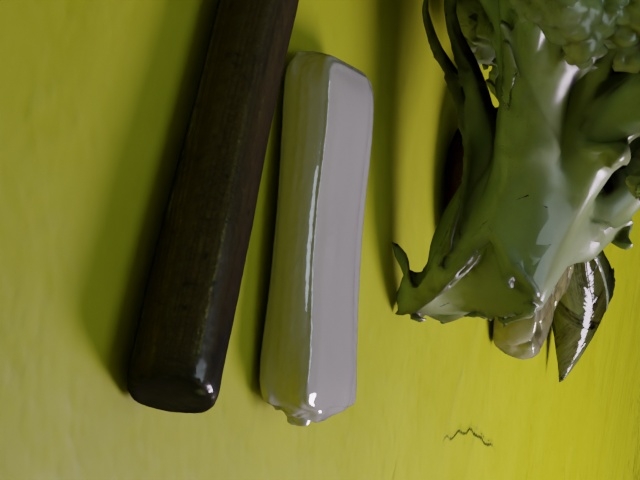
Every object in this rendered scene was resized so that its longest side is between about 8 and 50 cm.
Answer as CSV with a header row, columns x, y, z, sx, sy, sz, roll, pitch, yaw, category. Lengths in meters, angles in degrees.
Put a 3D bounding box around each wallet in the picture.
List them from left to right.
x,y,z,sx,sy,sz,roll,pitch,yaw,category
0.000,0.000,0.985,0.095,0.033,0.190,16,79,-70,wallet

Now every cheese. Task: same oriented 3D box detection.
x,y,z,sx,sy,sz,roll,pitch,yaw,category
0.175,0.029,1.528,0.194,0.043,0.065,-55,144,-59,cheese

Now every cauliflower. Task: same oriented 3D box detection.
x,y,z,sx,sy,sz,roll,pitch,yaw,category
0.181,-0.087,1.161,0.327,0.260,0.281,14,76,-44,cauliflower

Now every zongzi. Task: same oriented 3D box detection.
x,y,z,sx,sy,sz,roll,pitch,yaw,category
0.214,0.055,1.665,0.113,0.052,0.104,-66,150,-15,zongzi

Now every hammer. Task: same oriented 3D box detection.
x,y,z,sx,sy,sz,roll,pitch,yaw,category
-0.018,-0.131,0.876,0.168,0.044,0.440,61,37,-62,hammer

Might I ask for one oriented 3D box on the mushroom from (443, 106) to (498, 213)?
x,y,z,sx,sy,sz,roll,pitch,yaw,category
0.137,-0.018,1.339,0.170,0.080,0.135,43,64,-64,mushroom
